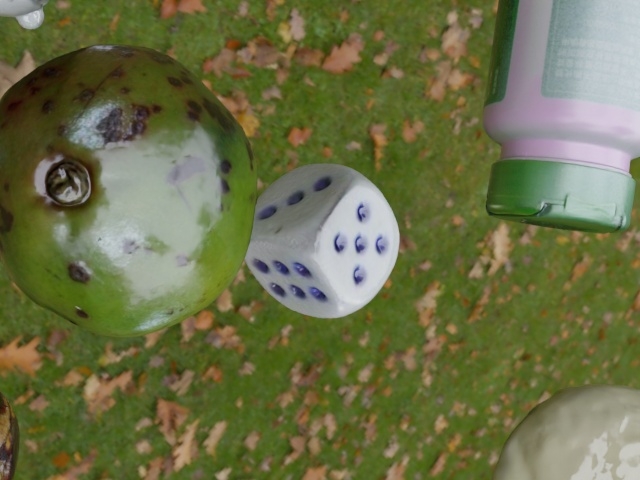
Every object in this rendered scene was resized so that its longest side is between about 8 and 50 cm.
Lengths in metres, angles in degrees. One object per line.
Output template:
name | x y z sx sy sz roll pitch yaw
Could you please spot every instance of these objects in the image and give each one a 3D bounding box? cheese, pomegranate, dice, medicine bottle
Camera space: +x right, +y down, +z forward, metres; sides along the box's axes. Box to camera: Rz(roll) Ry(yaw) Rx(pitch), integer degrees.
cheese | 0.238 0.195 0.650 0.248 0.251 0.173 21 78 -37
pomegranate | -0.133 -0.033 0.680 0.202 0.202 0.248 -58 172 2
dice | 0.000 0.000 1.515 0.191 0.193 0.194 -53 130 -27
medicine bottle | 0.196 -0.145 0.708 0.133 0.133 0.274 13 84 -54

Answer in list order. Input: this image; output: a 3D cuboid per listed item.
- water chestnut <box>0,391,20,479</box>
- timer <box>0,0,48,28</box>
water chestnut | -0.491 0.263 1.173 0.224 0.224 0.238 -22 123 -40
timer | -0.362 -0.294 0.779 0.315 0.291 0.290 29 95 -17
